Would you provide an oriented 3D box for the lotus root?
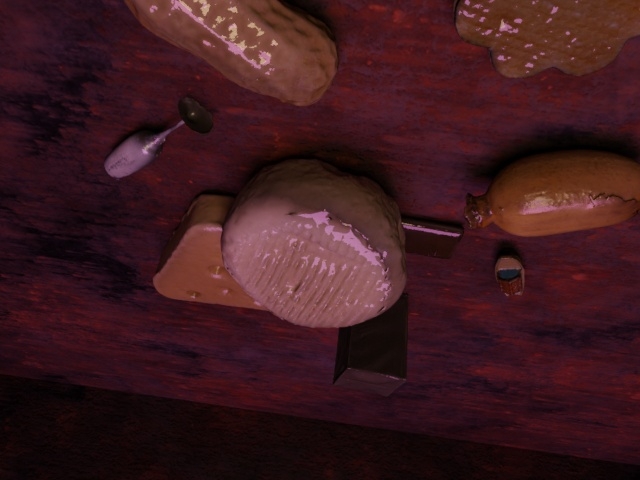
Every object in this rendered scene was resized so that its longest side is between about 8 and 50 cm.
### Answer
[{"bbox_3d":[0.394,-0.082,0.890,0.304,0.130,0.146,-7,145,18],"label":"lotus root"}]

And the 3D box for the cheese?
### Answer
[{"bbox_3d":[-0.186,0.064,1.260,0.384,0.104,0.384,6,146,4],"label":"cheese"}]

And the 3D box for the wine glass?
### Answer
[{"bbox_3d":[-0.306,-0.175,0.963,0.262,0.074,0.074,-19,138,36],"label":"wine glass"}]

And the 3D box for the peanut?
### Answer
[{"bbox_3d":[-0.105,-0.284,0.689,0.313,0.152,0.152,29,141,-27],"label":"peanut"}]

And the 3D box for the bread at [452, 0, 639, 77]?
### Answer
[{"bbox_3d":[0.282,-0.295,0.660,0.287,0.056,0.207,17,142,-13],"label":"bread"}]

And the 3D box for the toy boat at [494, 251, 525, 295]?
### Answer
[{"bbox_3d":[0.418,0.074,1.178,0.065,0.066,0.172,-4,144,23],"label":"toy boat"}]

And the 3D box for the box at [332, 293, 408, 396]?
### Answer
[{"bbox_3d":[0.129,0.256,1.364,0.149,0.231,0.155,13,147,-7],"label":"box"}]

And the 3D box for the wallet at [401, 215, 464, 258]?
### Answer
[{"bbox_3d":[0.192,-0.011,1.131,0.198,0.031,0.110,9,147,0],"label":"wallet"}]

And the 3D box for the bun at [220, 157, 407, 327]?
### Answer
[{"bbox_3d":[0.000,0.000,1.021,0.360,0.211,0.359,9,129,11],"label":"bun"}]
